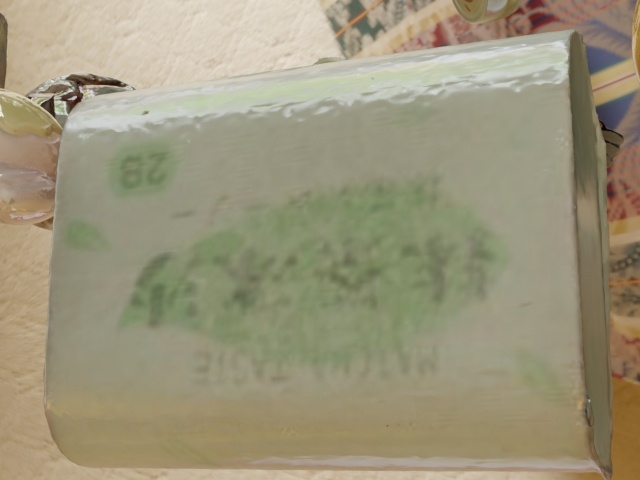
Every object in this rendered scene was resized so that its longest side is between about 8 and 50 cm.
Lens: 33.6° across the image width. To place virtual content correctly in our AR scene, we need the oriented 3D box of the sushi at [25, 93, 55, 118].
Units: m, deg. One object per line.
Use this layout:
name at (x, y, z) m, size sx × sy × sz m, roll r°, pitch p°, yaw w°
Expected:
sushi at (-0.418, -0.089, 1.296) m, size 0.172 × 0.150 × 0.153 m, roll -1°, pitch 109°, yaw -7°

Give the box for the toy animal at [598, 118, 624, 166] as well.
toy animal at (0.252, -0.080, 1.284) m, size 0.180 × 0.218 × 0.116 m, roll 10°, pitch 58°, yaw -40°

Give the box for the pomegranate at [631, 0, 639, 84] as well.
pomegranate at (0.464, -0.202, 1.095) m, size 0.307 × 0.307 × 0.307 m, roll 2°, pitch 83°, yaw -20°

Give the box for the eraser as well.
eraser at (0.001, 0.010, 0.443) m, size 0.227 × 0.081 × 0.174 m, roll -4°, pitch 74°, yaw 21°

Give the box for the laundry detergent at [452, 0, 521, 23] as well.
laundry detergent at (0.265, -0.464, 1.756) m, size 0.105 × 0.280 × 0.214 m, roll -18°, pitch 76°, yaw -4°

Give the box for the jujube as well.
jujube at (-0.391, -0.139, 1.709) m, size 0.247 × 0.308 × 0.215 m, roll -22°, pitch 82°, yaw -22°

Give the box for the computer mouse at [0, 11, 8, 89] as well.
computer mouse at (-0.418, -0.093, 1.083) m, size 0.122 × 0.188 × 0.371 m, roll 34°, pitch 105°, yaw 0°

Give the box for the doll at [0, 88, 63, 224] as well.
doll at (-0.272, -0.089, 0.685) m, size 0.094 × 0.160 × 0.365 m, roll -44°, pitch 142°, yaw 9°

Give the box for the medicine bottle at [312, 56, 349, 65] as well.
medicine bottle at (0.006, -0.138, 1.240) m, size 0.074 × 0.218 × 0.073 m, roll 1°, pitch 73°, yaw -3°
